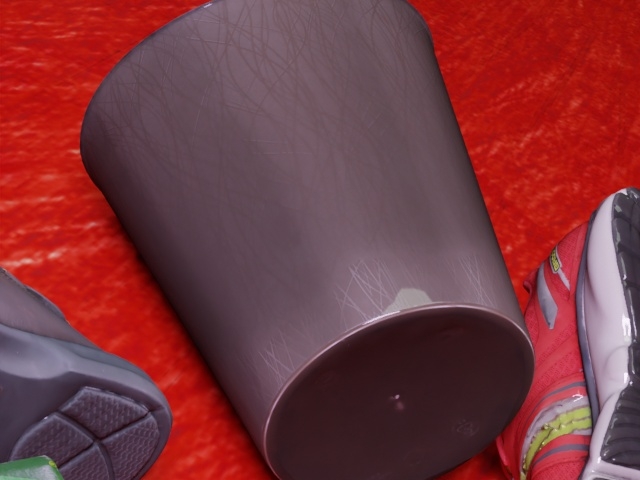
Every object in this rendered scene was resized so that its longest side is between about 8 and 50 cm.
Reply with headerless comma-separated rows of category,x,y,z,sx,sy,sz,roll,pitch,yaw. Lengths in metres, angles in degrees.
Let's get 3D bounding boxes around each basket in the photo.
basket,0.000,0.000,0.645,0.204,0.154,0.227,-20,46,-4

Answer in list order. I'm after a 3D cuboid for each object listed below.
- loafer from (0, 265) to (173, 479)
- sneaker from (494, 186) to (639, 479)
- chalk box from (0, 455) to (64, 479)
loafer,-0.157,0.028,0.463,0.084,0.096,0.267,46,2,37
sneaker,0.130,0.108,0.609,0.107,0.118,0.279,30,48,-18
chalk box,-0.141,0.154,0.299,0.213,0.132,0.132,-6,39,-42
